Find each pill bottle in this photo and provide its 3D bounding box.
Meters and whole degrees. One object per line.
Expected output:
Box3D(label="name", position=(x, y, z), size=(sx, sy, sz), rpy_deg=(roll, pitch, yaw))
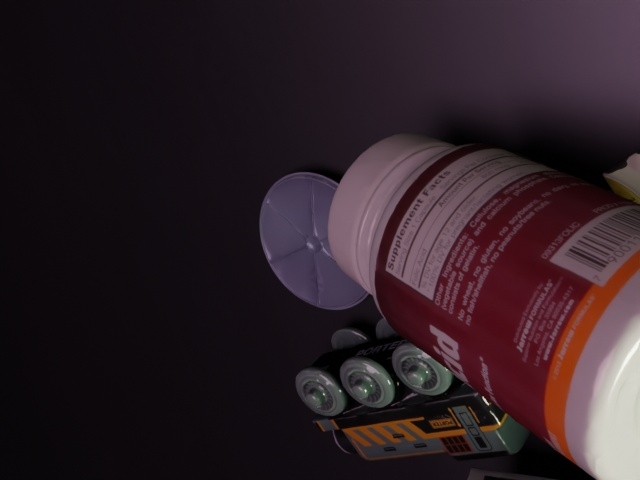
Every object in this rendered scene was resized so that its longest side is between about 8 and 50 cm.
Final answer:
Box3D(label="pill bottle", position=(0.188, 0.037, 0.797), size=(0.392, 0.224, 0.224), rpy_deg=(35, 131, 50))

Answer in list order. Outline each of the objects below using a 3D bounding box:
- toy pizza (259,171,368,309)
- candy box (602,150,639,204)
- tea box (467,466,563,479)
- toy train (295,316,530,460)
Box3D(label="toy pizza", position=(0.000, 0.000, 1.125), size=(0.201, 0.032, 0.201), rpy_deg=(17, 120, 31))
Box3D(label="candy box", position=(0.400, -0.057, 0.737), size=(0.233, 0.071, 0.159), rpy_deg=(-39, 74, 43))
Box3D(label="tea box", position=(0.311, 0.467, 0.915), size=(0.329, 0.220, 0.323), rpy_deg=(2, 113, 21))
Box3D(label="toy train", position=(0.114, 0.199, 1.062), size=(0.334, 0.142, 0.190), rpy_deg=(-22, 104, 43))
